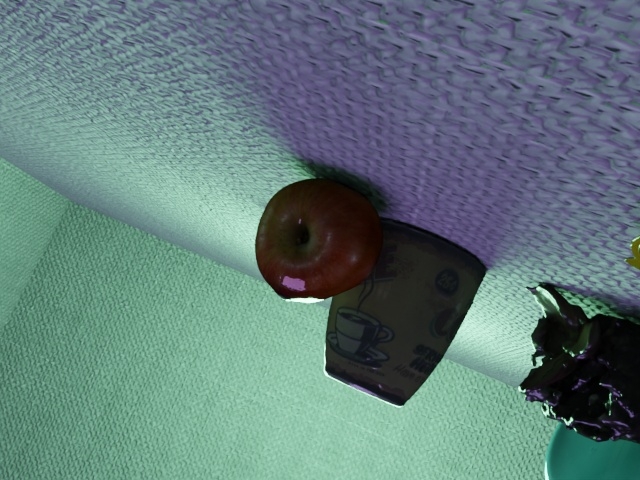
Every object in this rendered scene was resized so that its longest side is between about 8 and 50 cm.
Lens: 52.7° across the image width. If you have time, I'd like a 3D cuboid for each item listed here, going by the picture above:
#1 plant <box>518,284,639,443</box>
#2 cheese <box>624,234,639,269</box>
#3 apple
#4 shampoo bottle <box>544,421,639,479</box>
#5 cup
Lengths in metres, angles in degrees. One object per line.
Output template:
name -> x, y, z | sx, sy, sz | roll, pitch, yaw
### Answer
plant -> 0.410, 0.193, 0.939 | 0.233, 0.204, 0.178 | 24, 159, -21
cheese -> 0.361, 0.027, 0.506 | 0.176, 0.069, 0.270 | 27, 169, -17
apple -> 0.000, 0.000, 0.913 | 0.199, 0.199, 0.199 | 23, 170, 4
shampoo bottle -> 0.591, 0.413, 1.028 | 0.343, 0.331, 0.331 | 46, 166, -7
cup -> 0.103, 0.124, 1.078 | 0.227, 0.257, 0.301 | 27, 171, -6
